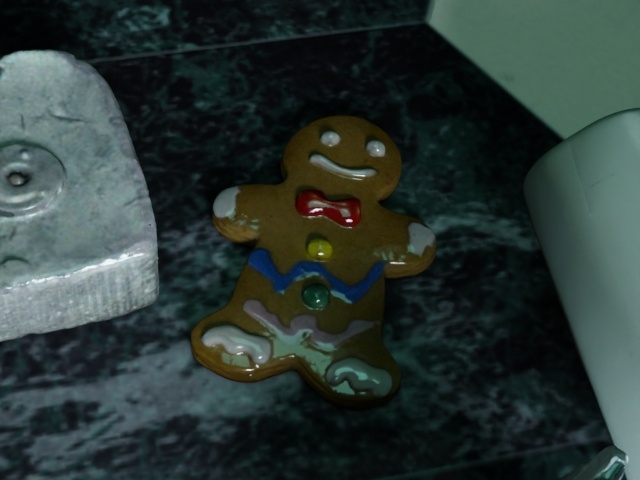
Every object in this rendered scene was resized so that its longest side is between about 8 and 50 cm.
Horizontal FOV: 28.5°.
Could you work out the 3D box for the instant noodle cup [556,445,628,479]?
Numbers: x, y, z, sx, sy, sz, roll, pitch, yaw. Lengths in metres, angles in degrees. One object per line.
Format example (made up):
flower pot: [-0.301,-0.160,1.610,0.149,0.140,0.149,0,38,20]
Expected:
instant noodle cup: [0.099,0.206,0.535,0.125,0.208,0.177,42,21,7]

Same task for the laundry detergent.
laundry detergent: [0.212,0.084,0.626,0.105,0.215,0.281,-34,53,25]

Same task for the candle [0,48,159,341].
candle: [-0.165,-0.014,0.723,0.168,0.068,0.192,25,59,11]

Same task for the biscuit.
biscuit: [0.000,0.000,0.753,0.138,0.031,0.205,13,52,5]
